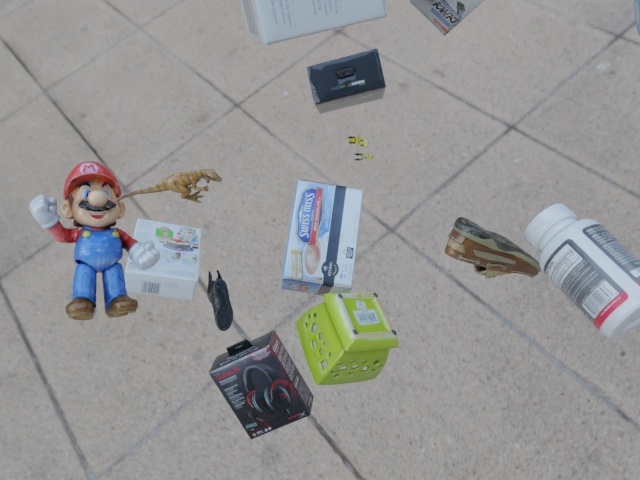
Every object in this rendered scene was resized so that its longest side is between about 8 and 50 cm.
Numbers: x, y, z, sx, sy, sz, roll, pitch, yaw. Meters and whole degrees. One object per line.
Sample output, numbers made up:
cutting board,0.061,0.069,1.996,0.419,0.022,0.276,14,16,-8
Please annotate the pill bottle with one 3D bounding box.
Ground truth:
pill bottle,0.643,0.061,1.343,0.176,0.176,0.319,-30,55,-5

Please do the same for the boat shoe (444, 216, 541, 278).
boat shoe,0.474,0.042,1.571,0.120,0.323,0.123,-60,26,15

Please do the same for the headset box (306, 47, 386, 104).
headset box,0.090,-0.542,1.936,0.246,0.283,0.131,-13,95,6

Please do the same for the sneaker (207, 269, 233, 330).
sneaker,-0.282,0.164,1.557,0.051,0.089,0.170,-5,86,-25

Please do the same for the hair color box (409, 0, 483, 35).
hair color box,0.231,-0.429,0.952,0.093,0.167,0.053,40,75,-8

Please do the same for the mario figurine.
mario figurine,-0.447,-0.010,1.117,0.170,0.198,0.321,-15,78,21

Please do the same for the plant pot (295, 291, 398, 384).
plant pot,0.089,0.281,1.689,0.228,0.207,0.227,3,48,-33

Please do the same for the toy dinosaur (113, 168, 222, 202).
toy dinosaur,-0.295,-0.114,1.131,0.211,0.112,0.064,-15,73,10

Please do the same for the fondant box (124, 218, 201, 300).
fondant box,-0.556,0.062,1.998,0.238,0.096,0.330,10,32,-16

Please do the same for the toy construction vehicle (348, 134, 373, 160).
toy construction vehicle,0.143,-0.323,1.946,0.035,0.086,0.098,-20,19,-34

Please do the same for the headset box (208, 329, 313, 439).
headset box,-0.186,0.433,1.730,0.218,0.293,0.110,-25,13,12

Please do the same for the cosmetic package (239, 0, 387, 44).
cosmetic package,-0.023,-0.381,0.803,0.183,0.152,0.151,-17,28,-10

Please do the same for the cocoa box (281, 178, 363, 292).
cocoa box,0.000,0.000,1.905,0.227,0.231,0.347,9,76,-4

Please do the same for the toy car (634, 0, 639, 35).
toy car,0.567,-0.248,0.786,0.219,0.238,0.211,-5,71,23
